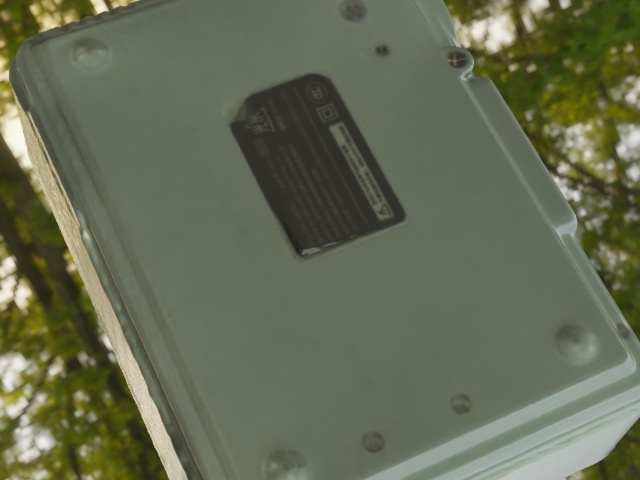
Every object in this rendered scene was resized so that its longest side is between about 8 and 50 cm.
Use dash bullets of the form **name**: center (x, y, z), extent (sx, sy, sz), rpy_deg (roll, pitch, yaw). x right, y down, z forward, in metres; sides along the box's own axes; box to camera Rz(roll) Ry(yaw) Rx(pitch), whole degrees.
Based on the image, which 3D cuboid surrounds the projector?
- **projector**: center (0.000, 0.000, 0.548), extent (0.192, 0.256, 0.099), rpy_deg (-21, 156, -16)
